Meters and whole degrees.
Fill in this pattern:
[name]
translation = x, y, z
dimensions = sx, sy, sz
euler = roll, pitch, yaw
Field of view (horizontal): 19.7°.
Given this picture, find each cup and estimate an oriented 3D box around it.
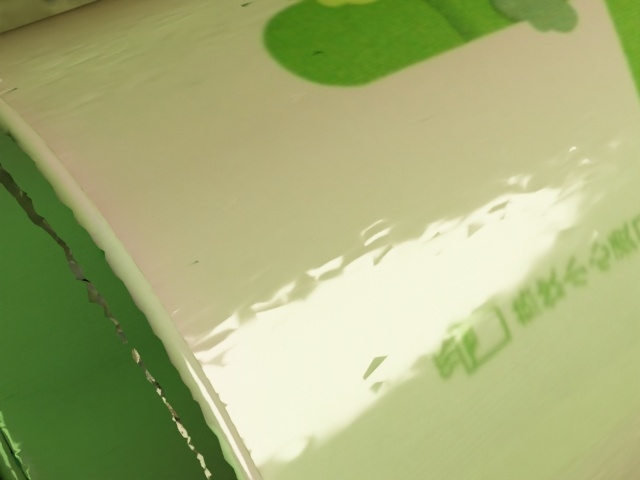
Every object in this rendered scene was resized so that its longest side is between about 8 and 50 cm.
[cup]
translation = 0.032, 0.005, 0.571
dimensions = 0.274, 0.253, 0.253
euler = -28, 112, -22

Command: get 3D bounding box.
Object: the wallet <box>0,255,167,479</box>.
[wallet]
translation = -0.086, 0.051, 0.689
dimensions = 0.155, 0.039, 0.110
euler = 22, 117, -16
